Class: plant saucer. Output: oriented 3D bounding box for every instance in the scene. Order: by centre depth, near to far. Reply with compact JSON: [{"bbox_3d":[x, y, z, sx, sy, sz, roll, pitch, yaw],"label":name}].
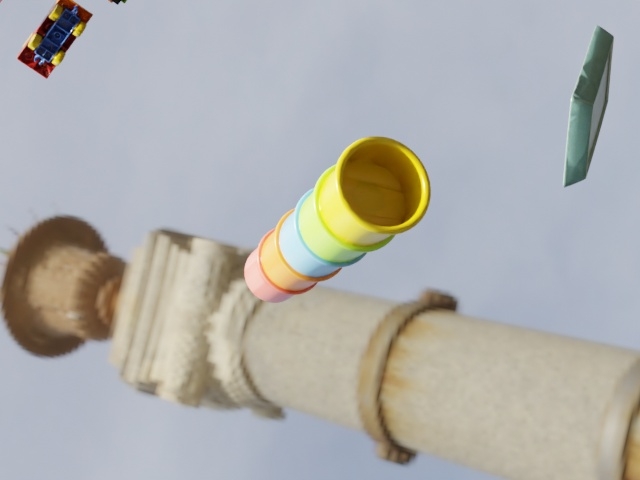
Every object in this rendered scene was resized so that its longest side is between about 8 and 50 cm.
[{"bbox_3d":[0.197,-0.101,1.194,0.192,0.018,0.067,-59,-27,-64],"label":"plant saucer"}]

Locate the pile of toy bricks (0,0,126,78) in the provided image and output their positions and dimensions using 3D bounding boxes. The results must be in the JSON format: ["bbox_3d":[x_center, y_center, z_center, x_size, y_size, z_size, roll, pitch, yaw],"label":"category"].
[{"bbox_3d":[-0.208,-0.255,1.403,0.118,0.105,0.212,35,-77,-19],"label":"pile of toy bricks"}]

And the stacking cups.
[{"bbox_3d":[0.000,0.000,1.606,0.096,0.316,0.096,8,-112,-20],"label":"stacking cups"}]
